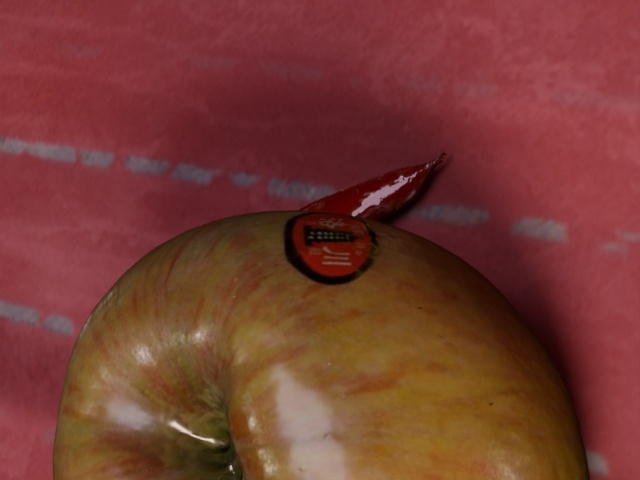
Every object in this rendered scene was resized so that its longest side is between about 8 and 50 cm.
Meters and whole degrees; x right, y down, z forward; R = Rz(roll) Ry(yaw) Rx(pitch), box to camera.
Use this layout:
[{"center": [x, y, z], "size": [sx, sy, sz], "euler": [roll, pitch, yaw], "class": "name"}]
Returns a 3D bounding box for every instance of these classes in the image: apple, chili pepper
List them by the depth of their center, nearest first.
[{"center": [-0.002, 0.107, 0.930], "size": [0.260, 0.194, 0.261], "euler": [-11, 73, 41], "class": "apple"}, {"center": [0.000, 0.000, 1.075], "size": [0.178, 0.027, 0.045], "euler": [-32, 57, 31], "class": "chili pepper"}]
